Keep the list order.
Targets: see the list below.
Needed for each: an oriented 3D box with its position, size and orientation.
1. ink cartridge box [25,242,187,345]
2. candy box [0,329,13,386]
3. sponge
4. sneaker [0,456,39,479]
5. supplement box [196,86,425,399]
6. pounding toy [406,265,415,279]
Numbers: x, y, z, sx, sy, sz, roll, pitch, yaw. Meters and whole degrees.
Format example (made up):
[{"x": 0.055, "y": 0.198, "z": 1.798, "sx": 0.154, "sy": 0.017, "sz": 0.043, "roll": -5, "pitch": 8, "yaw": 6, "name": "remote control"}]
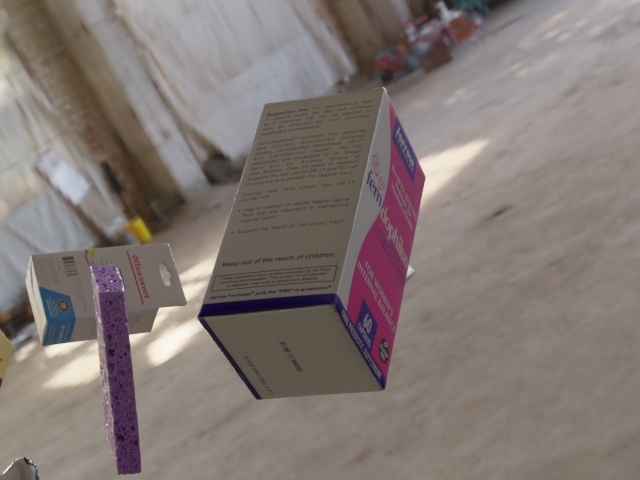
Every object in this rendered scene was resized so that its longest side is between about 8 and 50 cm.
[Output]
[{"x": -0.272, "y": 0.066, "z": 1.665, "sx": 0.181, "sy": 0.104, "sz": 0.061, "roll": -6, "pitch": -34, "yaw": -24, "name": "ink cartridge box"}, {"x": -0.532, "y": 0.119, "z": 1.473, "sx": 0.316, "sy": 0.183, "sz": 0.087, "roll": -11, "pitch": 44, "yaw": 18, "name": "candy box"}, {"x": -0.224, "y": 0.140, "z": 1.429, "sx": 0.031, "sy": 0.210, "sz": 0.117, "roll": -6, "pitch": 15, "yaw": -14, "name": "sponge"}, {"x": -0.396, "y": 0.320, "z": 1.481, "sx": 0.190, "sy": 0.083, "sz": 0.071, "roll": -53, "pitch": 38, "yaw": -4, "name": "sneaker"}, {"x": 0.000, "y": 0.000, "z": 1.016, "sx": 0.114, "sy": 0.111, "sz": 0.220, "roll": -7, "pitch": 48, "yaw": 23, "name": "supplement box"}, {"x": 0.038, "y": 0.041, "z": 1.755, "sx": 0.100, "sy": 0.130, "sz": 0.141, "roll": -48, "pitch": -6, "yaw": 14, "name": "pounding toy"}]
